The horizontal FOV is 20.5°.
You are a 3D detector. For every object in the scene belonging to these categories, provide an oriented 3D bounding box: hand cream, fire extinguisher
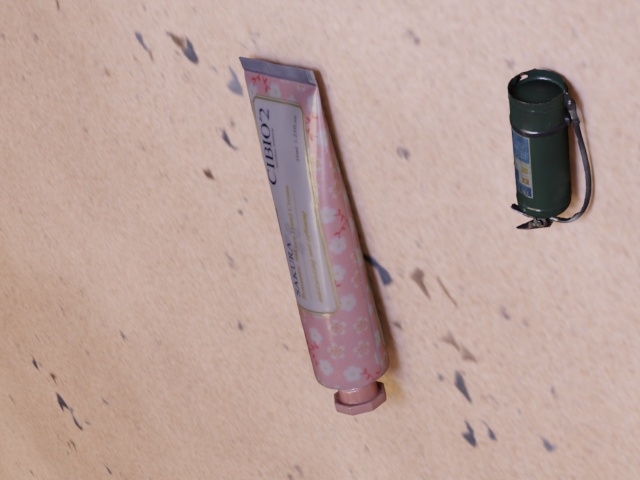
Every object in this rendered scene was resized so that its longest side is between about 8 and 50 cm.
[{"bbox_3d":[0.000,0.000,0.966,0.067,0.043,0.209,19,130,52],"label":"hand cream"},{"bbox_3d":[0.099,-0.034,0.767,0.038,0.025,0.083,14,136,23],"label":"fire extinguisher"}]
